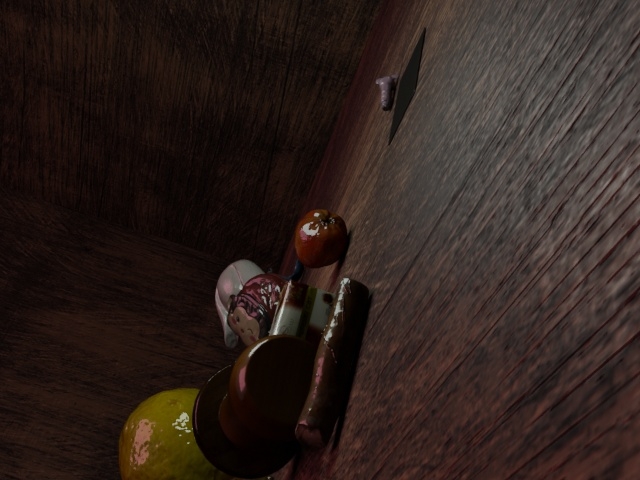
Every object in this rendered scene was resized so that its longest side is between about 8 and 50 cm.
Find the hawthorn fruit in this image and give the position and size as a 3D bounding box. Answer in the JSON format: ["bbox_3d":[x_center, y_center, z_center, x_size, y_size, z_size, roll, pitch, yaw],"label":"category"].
[{"bbox_3d":[0.000,0.000,1.504,0.128,0.128,0.128,-162,90,-85],"label":"hawthorn fruit"}]

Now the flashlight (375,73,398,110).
[{"bbox_3d":[0.142,-0.312,1.550,0.031,0.052,0.110,62,-155,-43],"label":"flashlight"}]

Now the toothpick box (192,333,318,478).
[{"bbox_3d":[-0.091,0.258,1.146,0.294,0.192,0.192,125,163,-56],"label":"toothpick box"}]

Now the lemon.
[{"bbox_3d":[-0.355,0.552,1.894,0.350,0.387,0.350,-53,-23,-36],"label":"lemon"}]

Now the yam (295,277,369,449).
[{"bbox_3d":[0.019,0.161,0.989,0.057,0.056,0.241,117,172,-61],"label":"yam"}]

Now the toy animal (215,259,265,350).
[{"bbox_3d":[-0.215,0.173,2.190,0.272,0.205,0.265,-55,45,30],"label":"toy animal"}]

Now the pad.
[{"bbox_3d":[0.163,-0.292,1.381,0.143,0.003,0.212,114,173,-49],"label":"pad"}]

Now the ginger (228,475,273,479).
[{"bbox_3d":[-0.188,0.590,1.443,0.133,0.107,0.310,62,-131,-77],"label":"ginger"}]

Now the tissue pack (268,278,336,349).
[{"bbox_3d":[-0.035,0.162,1.300,0.099,0.106,0.149,114,172,-52],"label":"tissue pack"}]

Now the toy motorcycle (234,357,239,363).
[{"bbox_3d":[-0.209,0.428,2.231,0.182,0.123,0.272,-56,12,34],"label":"toy motorcycle"}]

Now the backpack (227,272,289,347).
[{"bbox_3d":[-0.141,0.193,1.956,0.138,0.229,0.229,0,-66,-52],"label":"backpack"}]

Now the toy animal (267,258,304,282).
[{"bbox_3d":[-0.107,0.157,2.362,0.255,0.176,0.239,27,-97,-60],"label":"toy animal"}]
